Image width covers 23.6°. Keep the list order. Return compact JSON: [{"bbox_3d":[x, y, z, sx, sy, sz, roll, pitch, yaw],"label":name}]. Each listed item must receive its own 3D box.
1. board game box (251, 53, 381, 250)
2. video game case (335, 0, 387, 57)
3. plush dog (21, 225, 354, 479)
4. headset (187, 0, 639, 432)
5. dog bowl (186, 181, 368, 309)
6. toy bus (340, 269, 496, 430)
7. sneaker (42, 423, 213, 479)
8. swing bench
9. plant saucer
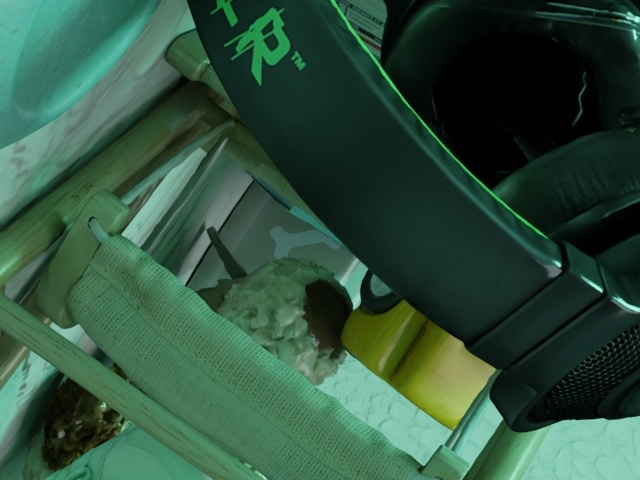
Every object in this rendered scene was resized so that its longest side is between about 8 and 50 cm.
[{"bbox_3d":[0.096,-0.108,1.080,0.275,0.144,0.142,-55,-162,3],"label":"board game box"},{"bbox_3d":[0.094,-0.143,0.769,0.025,0.204,0.285,-57,175,-21],"label":"video game case"},{"bbox_3d":[-0.107,0.132,1.053,0.225,0.211,0.262,-34,135,-34],"label":"plush dog"},{"bbox_3d":[0.124,-0.044,0.640,0.185,0.394,0.243,-40,-137,25],"label":"headset"},{"bbox_3d":[0.000,0.000,1.320,0.348,0.102,0.349,-54,175,-7],"label":"dog bowl"},{"bbox_3d":[0.164,-0.024,0.969,0.332,0.108,0.130,-52,-147,0],"label":"toy bus"},{"bbox_3d":[-0.154,0.183,0.852,0.151,0.094,0.256,-20,168,-45],"label":"sneaker"},{"bbox_3d":[-0.011,0.045,0.749,0.254,0.253,0.165,-52,173,-32],"label":"swing bench"},{"bbox_3d":[-0.081,-0.090,0.495,0.195,0.037,0.195,-54,175,-7],"label":"plant saucer"}]
